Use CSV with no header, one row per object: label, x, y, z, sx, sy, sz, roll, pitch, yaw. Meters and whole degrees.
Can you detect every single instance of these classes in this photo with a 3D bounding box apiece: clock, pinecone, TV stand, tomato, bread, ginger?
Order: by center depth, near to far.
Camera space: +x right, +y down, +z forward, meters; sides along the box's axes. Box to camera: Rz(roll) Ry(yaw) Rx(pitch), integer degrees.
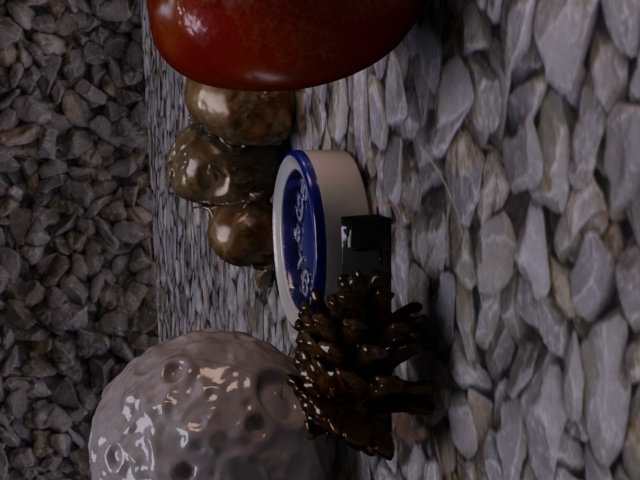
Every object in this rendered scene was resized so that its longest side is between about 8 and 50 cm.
tomato,-0.036,-0.303,1.172,0.325,0.290,0.293,-137,44,-67
pinecone,0.042,0.127,1.226,0.179,0.150,0.195,-159,68,-74
TV stand,0.053,0.099,1.377,0.040,0.049,0.256,-156,65,-72
clock,0.000,0.000,1.503,0.230,0.083,0.230,180,90,-75
ginger,-0.124,-0.156,1.787,0.256,0.176,0.375,39,131,47
bread,-0.101,0.003,1.976,0.068,0.028,0.153,107,157,-56

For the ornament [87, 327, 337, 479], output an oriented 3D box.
ornament,-0.139,0.280,1.609,0.337,0.337,0.336,177,90,-75
